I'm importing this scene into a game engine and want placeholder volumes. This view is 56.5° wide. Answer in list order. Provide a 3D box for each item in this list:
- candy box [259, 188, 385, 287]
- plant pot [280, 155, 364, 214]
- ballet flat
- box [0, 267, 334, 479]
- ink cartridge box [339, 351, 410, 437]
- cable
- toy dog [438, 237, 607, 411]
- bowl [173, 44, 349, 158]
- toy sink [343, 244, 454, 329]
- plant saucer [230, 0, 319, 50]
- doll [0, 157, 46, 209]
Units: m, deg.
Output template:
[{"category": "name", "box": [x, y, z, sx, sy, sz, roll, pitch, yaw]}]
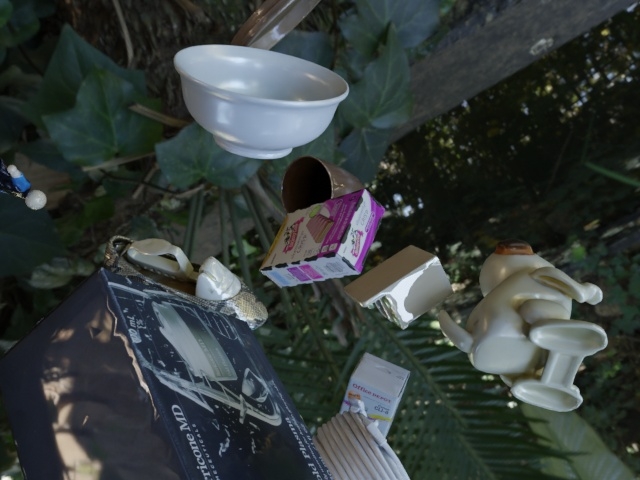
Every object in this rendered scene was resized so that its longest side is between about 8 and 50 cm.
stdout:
[{"category": "candy box", "box": [0.000, 0.000, 1.177, 0.233, 0.159, 0.071, -16, 131, 46]}, {"category": "plant pot", "box": [0.029, -0.158, 1.908, 0.230, 0.215, 0.215, -5, 151, -49]}, {"category": "ballet flat", "box": [-0.368, 0.099, 1.597, 0.164, 0.483, 0.182, -60, 165, -52]}, {"category": "box", "box": [-0.261, 0.366, 1.105, 0.297, 0.480, 0.472, -42, 148, 9]}, {"category": "ink cartridge box", "box": [0.128, 0.398, 1.484, 0.127, 0.128, 0.176, -41, 149, -62]}, {"category": "cable", "box": [0.083, 0.369, 0.859, 0.089, 0.257, 0.257, -28, 155, -9]}, {"category": "toy dog", "box": [0.515, 0.186, 1.545, 0.395, 0.408, 0.284, 2, 124, 15]}, {"category": "bowl", "box": [-0.107, -0.230, 1.030, 0.298, 0.298, 0.134, -10, 126, -33]}, {"category": "toy sink", "box": [0.207, 0.138, 1.588, 0.234, 0.131, 0.153, -32, -162, -10]}, {"category": "plant saucer", "box": [-0.085, -0.451, 1.208, 0.278, 0.041, 0.278, -41, -172, 7]}, {"category": "doll", "box": [-0.577, -0.123, 1.075, 0.129, 0.046, 0.189, -8, 134, 42]}]
